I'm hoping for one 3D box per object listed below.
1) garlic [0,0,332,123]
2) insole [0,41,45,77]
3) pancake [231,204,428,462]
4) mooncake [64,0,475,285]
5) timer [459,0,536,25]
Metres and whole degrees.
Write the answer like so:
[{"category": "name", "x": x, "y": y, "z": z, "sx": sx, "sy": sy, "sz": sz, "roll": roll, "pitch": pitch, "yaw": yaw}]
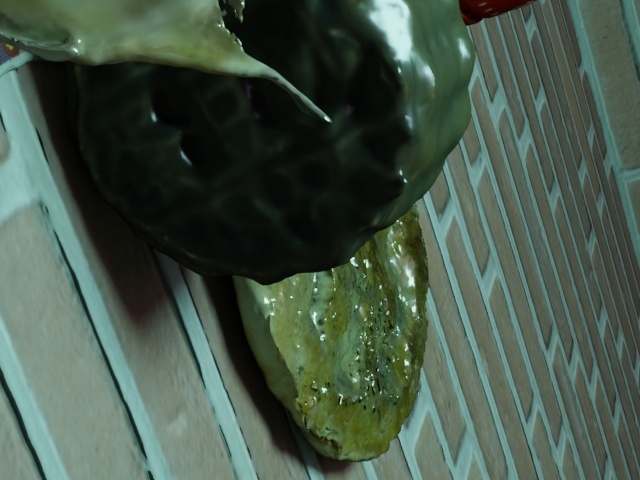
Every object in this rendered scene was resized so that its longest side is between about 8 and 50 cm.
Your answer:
[{"category": "garlic", "x": -0.138, "y": -0.182, "z": 0.634, "sx": 0.151, "sy": 0.196, "sz": 0.338, "roll": -51, "pitch": 130, "yaw": -47}, {"category": "insole", "x": -0.164, "y": -0.122, "z": 0.792, "sx": 0.197, "sy": 0.004, "sz": 0.065, "roll": -55, "pitch": 129, "yaw": -65}, {"category": "pancake", "x": 0.002, "y": -0.001, "z": 1.095, "sx": 0.356, "sy": 0.065, "sz": 0.356, "roll": -14, "pitch": 90, "yaw": -72}, {"category": "mooncake", "x": -0.031, "y": -0.087, "z": 0.817, "sx": 0.124, "sy": 0.228, "sz": 0.228, "roll": -57, "pitch": 132, "yaw": -60}, {"category": "timer", "x": 0.096, "y": -0.375, "z": 1.263, "sx": 0.378, "sy": 0.279, "sz": 0.378, "roll": -15, "pitch": 90, "yaw": -69}]
